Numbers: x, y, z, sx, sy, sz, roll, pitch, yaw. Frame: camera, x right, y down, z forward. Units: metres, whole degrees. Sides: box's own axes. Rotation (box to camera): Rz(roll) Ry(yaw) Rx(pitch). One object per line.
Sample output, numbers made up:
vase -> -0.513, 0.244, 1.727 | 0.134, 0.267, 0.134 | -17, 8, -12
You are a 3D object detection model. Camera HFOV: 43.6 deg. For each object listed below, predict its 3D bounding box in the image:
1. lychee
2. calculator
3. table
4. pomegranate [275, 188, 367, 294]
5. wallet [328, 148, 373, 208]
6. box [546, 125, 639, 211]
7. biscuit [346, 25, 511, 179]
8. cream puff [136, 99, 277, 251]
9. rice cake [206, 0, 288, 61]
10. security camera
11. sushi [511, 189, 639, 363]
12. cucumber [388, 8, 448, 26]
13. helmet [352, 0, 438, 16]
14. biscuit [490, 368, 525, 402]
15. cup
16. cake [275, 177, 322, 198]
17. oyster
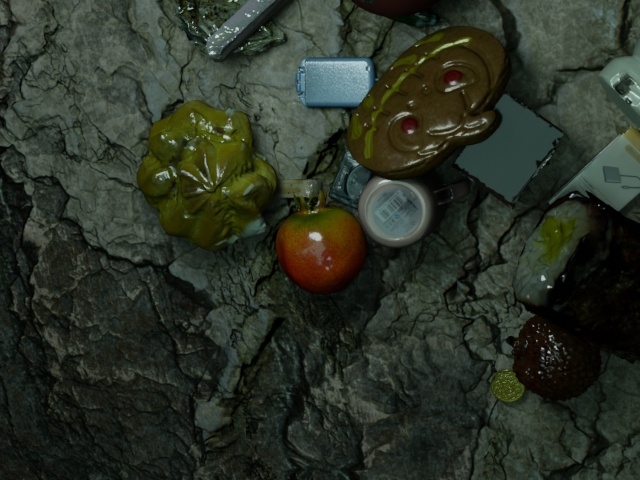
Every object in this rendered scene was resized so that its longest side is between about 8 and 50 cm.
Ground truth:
lychee -> 0.525, 0.262, 1.825 | 0.238, 0.200, 0.200 | 19, 106, -12
calculator -> 0.041, -0.376, 1.908 | 0.210, 0.039, 0.121 | 2, 103, 14
table -> 0.421, -0.201, 1.772 | 0.172, 0.169, 0.193 | 36, 107, 6
pomegranate -> 0.000, 0.000, 1.898 | 0.221, 0.221, 0.256 | -5, 109, 16
wallet -> 0.078, -0.149, 1.949 | 0.088, 0.026, 0.129 | 23, 106, 10
box -> 0.643, -0.127, 1.796 | 0.129, 0.033, 0.247 | 46, 108, 3
biscuit -> 0.237, -0.301, 1.731 | 0.350, 0.070, 0.394 | 30, 81, 45
cream puff -> -0.285, -0.149, 1.921 | 0.378, 0.275, 0.378 | 4, 103, 17
rice cake -> -0.126, -0.545, 1.841 | 0.056, 0.072, 0.365 | 44, 84, 8
security camera -> 0.723, -0.352, 1.654 | 0.236, 0.194, 0.194 | -40, 89, 14
sushi -> 0.585, 0.066, 1.692 | 0.294, 0.299, 0.281 | 25, 123, -10
cucumber -> 0.173, -0.532, 1.833 | 0.250, 0.056, 0.056 | 23, 106, 12
helmet -> 0.175, -0.614, 1.715 | 0.337, 0.385, 0.230 | 33, 150, 27
biscuit -> 0.456, 0.353, 1.946 | 0.084, 0.023, 0.084 | 3, 102, 15
cup -> 0.215, -0.088, 1.833 | 0.253, 0.200, 0.191 | -14, 97, 17
cake -> -0.062, -0.129, 1.978 | 0.121, 0.065, 0.052 | 1, 98, 22
oyster -> -0.230, -0.527, 1.927 | 0.198, 0.112, 0.267 | -40, 80, -2
